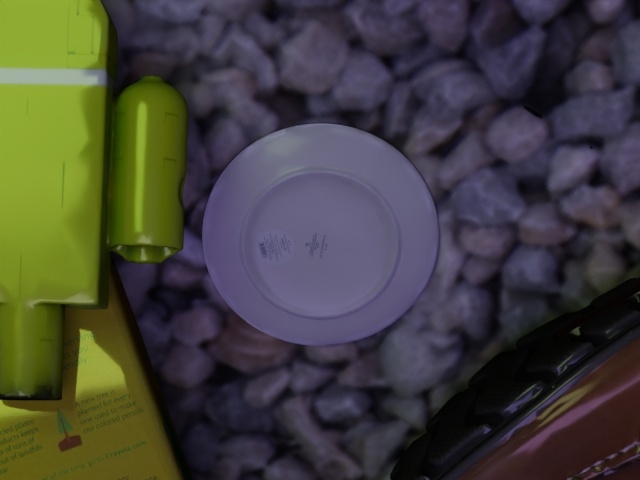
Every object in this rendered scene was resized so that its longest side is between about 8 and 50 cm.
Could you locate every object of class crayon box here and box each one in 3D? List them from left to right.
[{"bbox_3d":[-0.180,0.130,1.005,0.202,0.081,0.318,-19,80,-3],"label":"crayon box"}]

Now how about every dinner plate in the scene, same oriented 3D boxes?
[{"bbox_3d":[0.000,0.000,1.055,0.141,0.017,0.141,0,110,1],"label":"dinner plate"}]

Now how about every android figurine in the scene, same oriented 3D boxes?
[{"bbox_3d":[-0.196,-0.050,0.967,0.248,0.056,0.272,0,83,1],"label":"android figurine"}]

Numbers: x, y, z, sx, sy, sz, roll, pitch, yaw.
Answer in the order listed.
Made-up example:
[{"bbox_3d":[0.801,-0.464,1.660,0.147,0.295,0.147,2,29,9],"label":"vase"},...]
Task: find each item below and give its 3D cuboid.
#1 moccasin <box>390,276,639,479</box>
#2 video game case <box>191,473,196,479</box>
[{"bbox_3d":[0.198,0.095,1.036,0.380,0.139,0.147,-35,98,2],"label":"moccasin"},{"bbox_3d":[-0.161,0.197,1.122,0.193,0.023,0.212,-30,107,11],"label":"video game case"}]
